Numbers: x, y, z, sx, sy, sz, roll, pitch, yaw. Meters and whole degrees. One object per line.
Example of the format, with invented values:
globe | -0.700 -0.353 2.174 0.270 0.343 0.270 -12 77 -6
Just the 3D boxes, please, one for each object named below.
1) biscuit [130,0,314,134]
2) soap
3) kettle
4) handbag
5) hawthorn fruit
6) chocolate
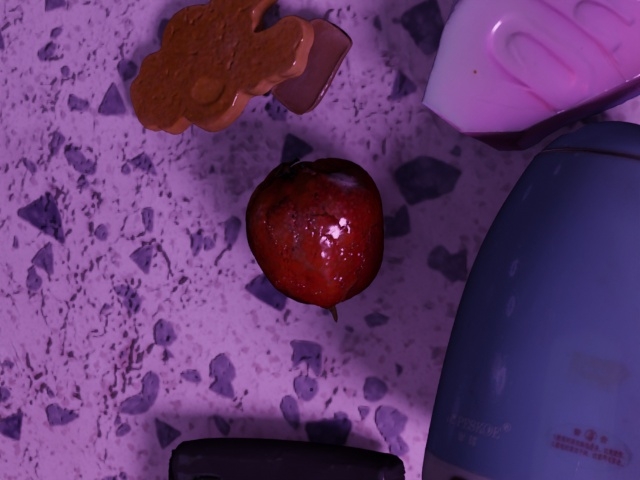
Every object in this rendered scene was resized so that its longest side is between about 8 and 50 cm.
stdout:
biscuit | -0.113 -0.197 0.983 0.236 0.040 0.144 -29 69 29
soap | 0.240 -0.219 0.818 0.193 0.109 0.324 40 107 13
kettle | 0.256 0.069 0.749 0.319 0.247 0.342 7 85 56
handbag | -0.033 0.334 0.979 0.275 0.088 0.244 -2 93 22
hawthorn fruit | 0.000 0.000 0.913 0.148 0.148 0.172 -13 106 21
chocolate | -0.004 -0.179 0.951 0.064 0.031 0.101 36 106 32
